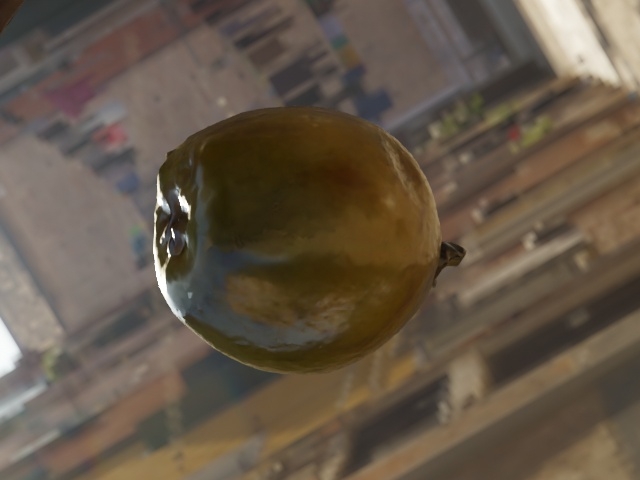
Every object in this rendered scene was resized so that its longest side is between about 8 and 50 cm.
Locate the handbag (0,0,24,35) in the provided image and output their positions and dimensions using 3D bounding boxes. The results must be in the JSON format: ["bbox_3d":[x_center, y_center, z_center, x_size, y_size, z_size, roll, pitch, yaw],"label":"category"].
[{"bbox_3d":[-0.259,-0.281,1.321,0.193,0.251,0.190,38,178,42],"label":"handbag"}]

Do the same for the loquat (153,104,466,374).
[{"bbox_3d":[0.000,0.000,1.438,0.246,0.213,0.213,10,-147,-25],"label":"loquat"}]
